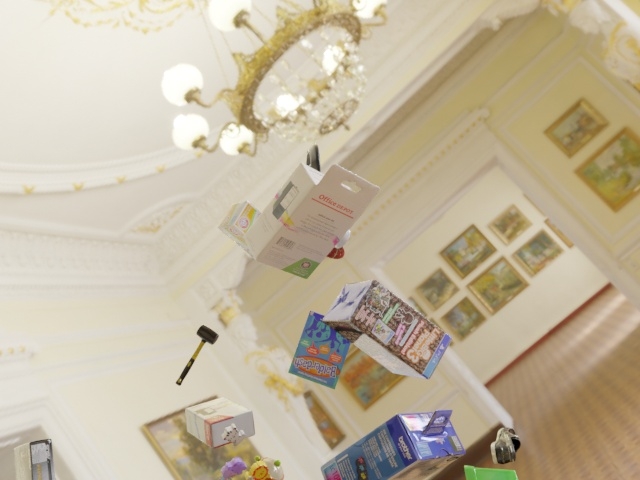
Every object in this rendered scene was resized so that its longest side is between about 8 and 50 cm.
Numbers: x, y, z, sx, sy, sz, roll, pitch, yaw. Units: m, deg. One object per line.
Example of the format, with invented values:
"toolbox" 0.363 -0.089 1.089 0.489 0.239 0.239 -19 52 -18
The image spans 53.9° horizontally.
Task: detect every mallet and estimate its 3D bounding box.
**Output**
"mallet" -0.358 0.341 1.827 0.039 0.062 0.189 31 -97 -80

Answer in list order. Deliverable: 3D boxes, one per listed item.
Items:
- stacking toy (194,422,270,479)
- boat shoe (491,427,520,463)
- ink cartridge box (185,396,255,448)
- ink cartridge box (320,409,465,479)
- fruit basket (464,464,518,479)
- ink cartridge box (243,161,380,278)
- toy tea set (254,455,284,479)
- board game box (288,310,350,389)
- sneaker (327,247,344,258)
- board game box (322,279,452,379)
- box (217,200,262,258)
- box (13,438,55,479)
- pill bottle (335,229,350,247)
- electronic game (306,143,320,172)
"stacking toy" -0.225 0.537 1.402 0.221 0.167 0.052 -47 -57 -5
"boat shoe" 0.606 0.657 2.014 0.079 0.084 0.233 -18 -6 24
"ink cartridge box" -0.279 0.497 1.726 0.127 0.072 0.175 -9 6 -34
"ink cartridge box" 0.235 0.632 1.850 0.395 0.151 0.270 -41 -34 26
"fruit basket" 0.497 0.935 2.032 0.392 0.392 0.283 -35 -56 -20
"ink cartridge box" -0.025 -0.076 1.762 0.207 0.119 0.353 24 -65 -40
"toy tea set" -0.089 0.813 1.981 0.124 0.336 0.200 -52 16 14
"board game box" 0.005 0.349 2.012 0.047 0.160 0.210 105 -176 -83
"sneaker" 0.000 0.000 2.455 0.088 0.225 0.093 -58 -16 0
"board game box" 0.188 0.258 1.833 0.141 0.291 0.232 -56 12 -17
"box" -0.241 -0.032 2.221 0.103 0.203 0.114 -7 46 50
"box" -0.734 0.640 1.622 0.056 0.231 0.183 0 -19 -39
"pill bottle" 0.000 -0.049 1.942 0.103 0.184 0.103 -39 33 32
"electronic game" -0.022 -0.235 2.277 0.048 0.229 0.229 0 -23 -8
